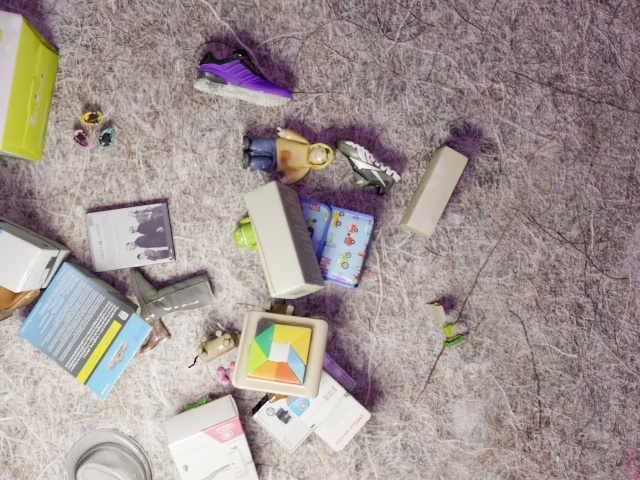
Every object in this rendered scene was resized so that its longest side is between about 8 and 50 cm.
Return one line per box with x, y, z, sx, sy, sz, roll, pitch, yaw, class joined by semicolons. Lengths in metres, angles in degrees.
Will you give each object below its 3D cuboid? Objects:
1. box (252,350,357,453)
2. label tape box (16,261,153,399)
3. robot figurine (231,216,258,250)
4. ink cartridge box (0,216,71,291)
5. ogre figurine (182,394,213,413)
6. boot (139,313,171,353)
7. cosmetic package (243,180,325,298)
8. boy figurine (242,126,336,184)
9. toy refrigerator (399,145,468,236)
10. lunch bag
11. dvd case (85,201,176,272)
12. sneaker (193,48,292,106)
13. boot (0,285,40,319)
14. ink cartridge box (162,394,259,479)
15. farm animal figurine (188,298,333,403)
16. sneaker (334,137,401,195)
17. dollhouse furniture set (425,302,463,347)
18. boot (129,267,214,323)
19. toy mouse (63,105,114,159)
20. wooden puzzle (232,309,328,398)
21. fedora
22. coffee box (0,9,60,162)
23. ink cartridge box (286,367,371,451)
-0.049;0.475;1.874;0.169;0.087;0.290;44;85;-6;box
-0.640;0.251;1.733;0.333;0.106;0.241;33;86;14;label tape box
-0.210;-0.020;1.859;0.115;0.067;0.101;-18;89;-7;robot figurine
-0.833;0.029;1.655;0.223;0.307;0.129;27;85;-7;ink cartridge box
-0.358;0.540;1.830;0.197;0.097;0.118;-29;106;5;ogre figurine
-0.515;0.266;1.834;0.106;0.037;0.114;-30;98;-20;boot
-0.103;0.002;1.766;0.113;0.160;0.310;-22;74;18;cosmetic package
-0.094;-0.250;1.863;0.284;0.092;0.178;4;87;-5;boy figurine
0.354;-0.148;1.918;0.094;0.102;0.270;26;86;-7;toy refrigerator
0.000;0.000;1.873;0.293;0.138;0.221;15;89;9;lunch bag
-0.562;-0.010;1.828;0.238;0.029;0.180;-8;90;-7;dvd case
-0.220;-0.494;1.837;0.293;0.102;0.146;11;88;-8;sneaker
-0.890;0.130;1.735;0.197;0.073;0.153;-29;88;22;boot
-0.305;0.613;1.763;0.207;0.117;0.283;-20;118;-15;ink cartridge box
-0.169;0.314;1.818;0.330;0.172;0.327;28;69;11;farm animal figurine
0.131;-0.221;1.898;0.234;0.078;0.106;34;84;-9;sneaker
0.397;0.257;1.945;0.058;0.076;0.152;-24;95;-20;dollhouse furniture set
-0.439;0.137;1.826;0.208;0.076;0.190;-23;82;-10;boot
-0.665;-0.304;1.813;0.160;0.031;0.143;-16;92;-7;toy mouse
-0.108;0.309;1.701;0.238;0.044;0.221;8;66;3;wooden puzzle
-0.618;0.697;1.780;0.243;0.124;0.276;-36;95;-7;fedora
-0.922;-0.411;1.624;0.334;0.338;0.338;10;89;-8;coffee box
0.022;0.485;1.796;0.203;0.086;0.148;45;85;-8;ink cartridge box
